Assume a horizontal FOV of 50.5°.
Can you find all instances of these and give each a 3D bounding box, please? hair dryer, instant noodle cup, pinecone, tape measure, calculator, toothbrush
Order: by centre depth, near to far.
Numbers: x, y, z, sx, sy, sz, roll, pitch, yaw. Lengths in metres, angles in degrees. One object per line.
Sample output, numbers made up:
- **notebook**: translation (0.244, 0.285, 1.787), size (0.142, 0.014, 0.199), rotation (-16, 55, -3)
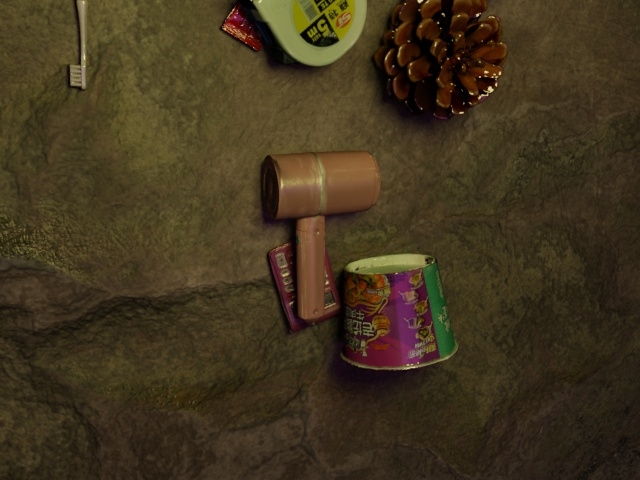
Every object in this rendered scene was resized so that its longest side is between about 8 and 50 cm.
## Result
- **toothbrush**: translation (-0.402, -0.426, 1.129), size (0.030, 0.025, 0.343), rotation (1, 105, -19)
- **tape measure**: translation (0.025, -0.473, 1.227), size (0.351, 0.098, 0.215), rotation (-43, 128, -8)
- **pinecone**: translation (0.228, -0.348, 1.271), size (0.264, 0.264, 0.264), rotation (-6, 107, -19)
- **hair dryer**: translation (0.000, 0.000, 1.348), size (0.210, 0.125, 0.353), rotation (-6, 107, -21)
- **instant noodle cup**: translation (0.153, 0.136, 1.395), size (0.251, 0.251, 0.190), rotation (-10, 99, -18)
- **calculator**: translation (-0.031, 0.086, 1.414), size (0.126, 0.034, 0.191), rotation (-19, 105, -14)

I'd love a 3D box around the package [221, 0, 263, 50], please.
- **package**: translation (-0.099, -0.453, 1.237), size (0.083, 0.022, 0.200), rotation (28, 92, -26)
